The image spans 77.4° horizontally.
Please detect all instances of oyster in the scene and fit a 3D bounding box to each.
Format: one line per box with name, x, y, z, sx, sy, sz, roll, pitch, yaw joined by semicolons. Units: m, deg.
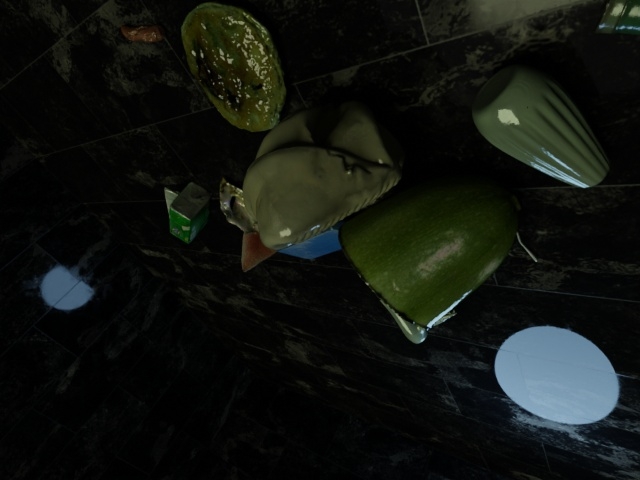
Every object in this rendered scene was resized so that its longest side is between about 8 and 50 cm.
oyster;-0.279;-0.112;1.392;0.209;0.132;0.072;31;-173;-13

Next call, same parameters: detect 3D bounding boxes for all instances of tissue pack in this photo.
tissue pack;-0.530;-0.120;1.558;0.156;0.148;0.209;33;149;-1

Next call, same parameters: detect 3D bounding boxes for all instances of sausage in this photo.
sausage;-0.464;-0.539;1.039;0.158;0.042;0.036;19;-177;28

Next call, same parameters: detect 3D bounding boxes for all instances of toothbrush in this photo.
toothbrush;0.469;0.004;0.927;0.131;0.011;0.013;45;135;-16

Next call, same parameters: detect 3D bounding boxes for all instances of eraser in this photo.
eraser;0.000;0.000;1.261;0.144;0.042;0.312;15;158;-32

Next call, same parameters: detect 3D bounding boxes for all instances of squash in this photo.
squash;0.247;-0.025;0.846;0.310;0.310;0.309;40;113;-9

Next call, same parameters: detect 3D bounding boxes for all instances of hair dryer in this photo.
hair dryer;0.342;0.245;1.341;0.237;0.075;0.206;-25;109;46

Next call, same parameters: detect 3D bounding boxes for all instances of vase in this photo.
vase;0.375;-0.178;0.667;0.248;0.128;0.128;32;150;-14

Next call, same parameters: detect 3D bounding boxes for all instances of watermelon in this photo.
watermelon;-0.209;0.022;1.464;0.207;0.202;0.136;21;-176;24

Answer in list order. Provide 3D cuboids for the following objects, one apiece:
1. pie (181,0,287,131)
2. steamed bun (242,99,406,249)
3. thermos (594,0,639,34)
pie;-0.213;-0.405;0.954;0.323;0.070;0.323;25;148;18
steamed bun;-0.002;-0.157;0.872;0.255;0.368;0.342;63;175;-1
thermos;0.456;-0.280;0.493;0.188;0.073;0.083;19;144;23
